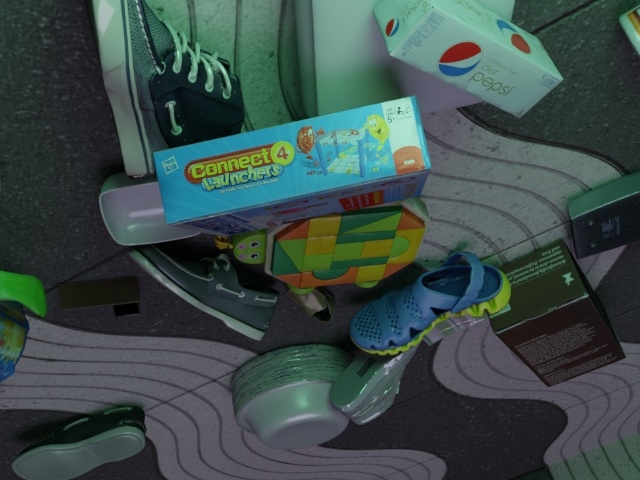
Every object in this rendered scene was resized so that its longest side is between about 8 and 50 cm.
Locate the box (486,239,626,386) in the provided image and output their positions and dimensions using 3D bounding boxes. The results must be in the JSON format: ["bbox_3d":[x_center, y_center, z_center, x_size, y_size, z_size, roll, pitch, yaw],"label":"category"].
[{"bbox_3d":[0.485,0.165,1.648,0.191,0.143,0.381,-26,146,18],"label":"box"}]

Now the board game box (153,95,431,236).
[{"bbox_3d":[-0.021,-0.082,1.021,0.302,0.086,0.308,-12,177,3],"label":"board game box"}]

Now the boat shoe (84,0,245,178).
[{"bbox_3d":[-0.173,-0.207,0.915,0.158,0.127,0.340,-13,154,-12],"label":"boat shoe"}]

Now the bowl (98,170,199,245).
[{"bbox_3d":[-0.243,-0.056,1.150,0.142,0.053,0.142,-10,146,-7],"label":"bowl"}]

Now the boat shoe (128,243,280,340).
[{"bbox_3d":[-0.185,0.065,1.331,0.099,0.116,0.319,-55,134,-4],"label":"boat shoe"}]

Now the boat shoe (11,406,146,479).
[{"bbox_3d":[-0.522,0.445,1.739,0.303,0.091,0.114,-13,126,3],"label":"boat shoe"}]

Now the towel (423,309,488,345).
[{"bbox_3d":[0.274,0.171,1.683,0.152,0.023,0.113,-27,144,19],"label":"towel"}]

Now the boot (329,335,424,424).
[{"bbox_3d":[0.134,0.267,1.645,0.258,0.095,0.123,-44,138,-4],"label":"boot"}]

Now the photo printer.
[{"bbox_3d":[0.096,-0.276,0.904,0.256,0.107,0.307,-10,146,-5],"label":"photo printer"}]

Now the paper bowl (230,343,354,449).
[{"bbox_3d":[-0.047,0.354,1.728,0.284,0.148,0.284,-10,147,-6],"label":"paper bowl"}]

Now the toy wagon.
[{"bbox_3d":[0.000,0.000,1.302,0.345,0.068,0.267,-6,145,-12],"label":"toy wagon"}]

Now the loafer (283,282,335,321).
[{"bbox_3d":[-0.014,0.108,1.468,0.056,0.050,0.148,-29,143,22],"label":"loafer"}]

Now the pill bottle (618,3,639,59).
[{"bbox_3d":[0.475,-0.294,1.027,0.152,0.086,0.086,-30,142,24],"label":"pill bottle"}]

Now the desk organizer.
[{"bbox_3d":[-0.369,0.100,1.332,0.130,0.050,0.047,-5,145,-12],"label":"desk organizer"}]

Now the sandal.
[{"bbox_3d":[0.196,0.107,1.488,0.318,0.126,0.138,-26,144,2],"label":"sandal"}]

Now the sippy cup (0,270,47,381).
[{"bbox_3d":[-0.564,0.127,1.171,0.306,0.240,0.224,17,168,24],"label":"sippy cup"}]

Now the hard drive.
[{"bbox_3d":[0.571,-0.060,1.425,0.255,0.054,0.172,-21,146,10],"label":"hard drive"}]

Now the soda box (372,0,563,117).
[{"bbox_3d":[0.163,-0.210,0.860,0.216,0.073,0.069,16,135,-37],"label":"soda box"}]
